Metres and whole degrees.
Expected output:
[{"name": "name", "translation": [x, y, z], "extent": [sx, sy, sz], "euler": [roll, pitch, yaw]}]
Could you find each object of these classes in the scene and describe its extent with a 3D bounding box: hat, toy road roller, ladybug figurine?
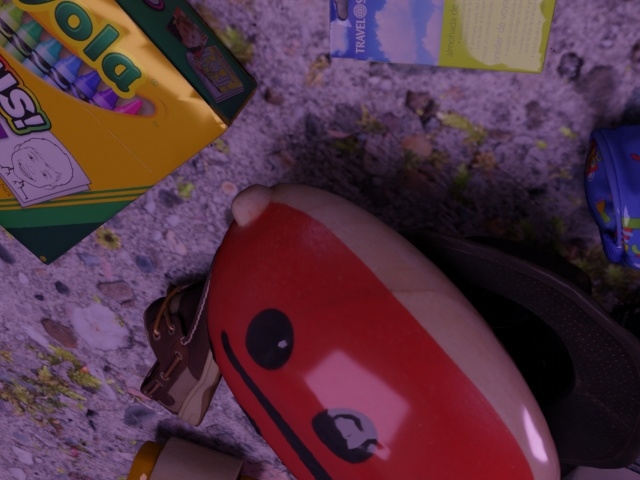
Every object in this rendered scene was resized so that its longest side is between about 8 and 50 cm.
[{"name": "hat", "translation": [0.180, 0.080, 0.634], "extent": [0.331, 0.134, 0.331], "euler": [30, 145, 24]}, {"name": "toy road roller", "translation": [-0.231, 0.493, 1.087], "extent": [0.203, 0.240, 0.329], "euler": [18, 93, 3]}, {"name": "ladybug figurine", "translation": [0.039, 0.148, 0.596], "extent": [0.449, 0.162, 0.305], "euler": [54, 148, -14]}]

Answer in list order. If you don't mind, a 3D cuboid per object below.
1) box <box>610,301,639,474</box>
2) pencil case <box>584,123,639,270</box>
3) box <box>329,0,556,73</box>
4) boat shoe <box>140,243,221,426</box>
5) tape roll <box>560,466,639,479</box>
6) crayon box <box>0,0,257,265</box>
[{"name": "box", "translation": [0.339, 0.136, 0.589], "extent": [0.093, 0.156, 0.158], "euler": [25, 159, -1]}, {"name": "pencil case", "translation": [0.373, -0.044, 0.491], "extent": [0.306, 0.133, 0.119], "euler": [-5, 154, 22]}, {"name": "box", "translation": [0.098, -0.199, 0.511], "extent": [0.178, 0.042, 0.109], "euler": [8, 128, 12]}, {"name": "boat shoe", "translation": [-0.168, 0.116, 0.795], "extent": [0.123, 0.123, 0.342], "euler": [23, 136, -3]}, {"name": "tape roll", "translation": [0.366, 0.413, 0.775], "extent": [0.246, 0.246, 0.169], "euler": [24, 131, -2]}, {"name": "crayon box", "translation": [-0.297, -0.185, 0.603], "extent": [0.313, 0.106, 0.363], "euler": [-29, 114, 33]}]
